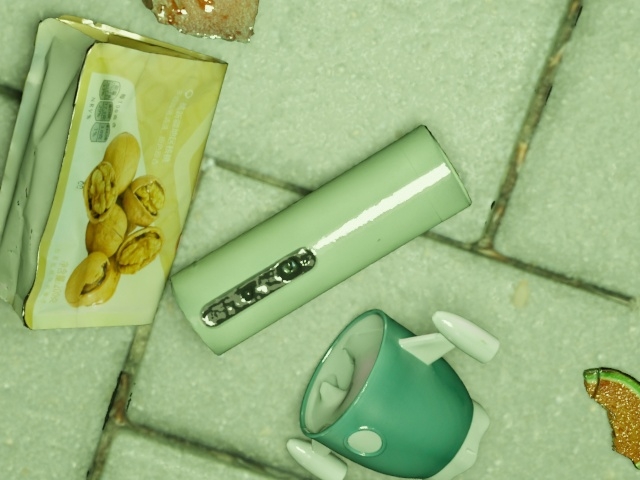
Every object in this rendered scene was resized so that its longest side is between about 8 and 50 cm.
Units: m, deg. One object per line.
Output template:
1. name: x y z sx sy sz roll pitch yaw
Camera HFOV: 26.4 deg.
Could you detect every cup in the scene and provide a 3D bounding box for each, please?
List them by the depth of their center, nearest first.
1. cup: 0.091 0.188 1.527 0.173 0.167 0.299 33 126 -17

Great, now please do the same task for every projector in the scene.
1. projector: 0.000 0.000 1.508 0.337 0.108 0.108 -31 101 5

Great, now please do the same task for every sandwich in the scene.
1. sandwich: 0.360 0.203 1.598 0.067 0.029 0.135 -24 102 9

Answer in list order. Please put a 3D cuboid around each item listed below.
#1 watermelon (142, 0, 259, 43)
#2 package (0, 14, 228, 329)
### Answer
1. watermelon: -0.122 -0.336 1.435 0.193 0.140 0.257 -4 111 -5
2. package: -0.256 -0.077 1.482 0.165 0.221 0.311 26 105 34
